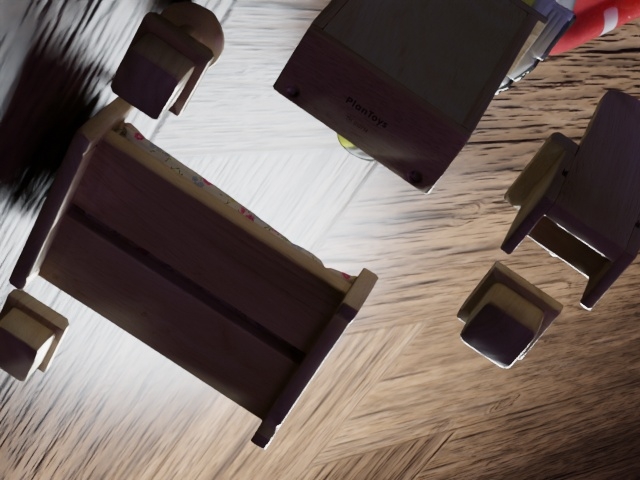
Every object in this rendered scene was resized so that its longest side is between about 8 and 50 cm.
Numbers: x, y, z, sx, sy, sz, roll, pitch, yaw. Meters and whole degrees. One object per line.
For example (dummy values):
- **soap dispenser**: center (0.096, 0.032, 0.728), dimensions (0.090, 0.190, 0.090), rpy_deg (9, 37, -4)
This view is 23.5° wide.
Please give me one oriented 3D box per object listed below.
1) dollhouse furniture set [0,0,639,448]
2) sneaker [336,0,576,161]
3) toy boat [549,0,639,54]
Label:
- **dollhouse furniture set**: center (0.000, 0.000, 0.971), dimensions (0.355, 0.303, 0.174), rpy_deg (-56, 179, 38)
- **sneaker**: center (0.072, -0.129, 1.030), dimensions (0.208, 0.094, 0.081), rpy_deg (-33, -167, 43)
- **toy boat**: center (0.240, -0.184, 1.038), dimensions (0.231, 0.151, 0.151), rpy_deg (-26, 153, -19)
